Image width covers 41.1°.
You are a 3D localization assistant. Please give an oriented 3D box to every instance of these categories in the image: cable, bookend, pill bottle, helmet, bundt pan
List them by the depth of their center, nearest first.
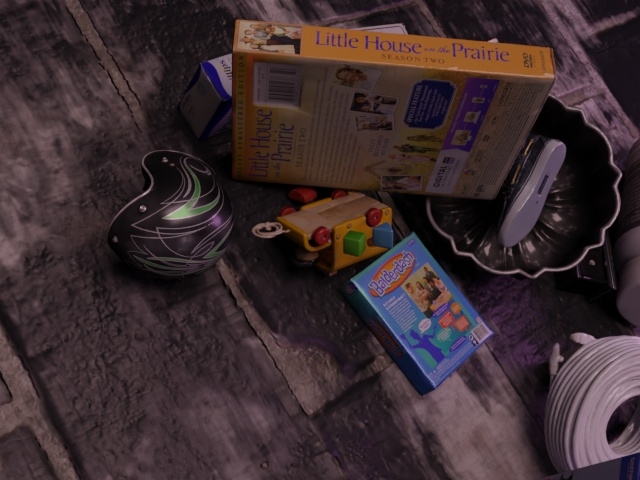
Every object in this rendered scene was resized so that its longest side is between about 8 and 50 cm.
[{"bbox_3d":[-0.203,-0.024,1.163,0.169,0.169,0.162,12,45,-21],"label":"helmet"},{"bbox_3d":[0.469,0.276,1.332,0.257,0.089,0.257,3,98,-22],"label":"cable"},{"bbox_3d":[0.323,-0.083,1.431,0.330,0.124,0.331,0,74,1],"label":"bundt pan"},{"bbox_3d":[0.435,0.016,1.519,0.157,0.072,0.156,12,61,-21],"label":"bookend"},{"bbox_3d":[0.651,-0.022,1.567,0.204,0.204,0.361,29,56,-11],"label":"pill bottle"}]

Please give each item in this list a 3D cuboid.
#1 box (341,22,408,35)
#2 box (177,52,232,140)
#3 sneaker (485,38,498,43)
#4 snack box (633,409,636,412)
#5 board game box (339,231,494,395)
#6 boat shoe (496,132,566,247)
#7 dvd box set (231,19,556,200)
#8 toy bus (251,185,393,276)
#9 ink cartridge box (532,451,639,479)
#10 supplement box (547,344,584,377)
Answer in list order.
[{"bbox_3d":[0.043,-0.266,1.451,0.289,0.087,0.169,-16,74,-31],"label":"box"},{"bbox_3d":[-0.133,-0.230,1.321,0.137,0.126,0.072,-26,80,-33],"label":"box"},{"bbox_3d":[0.297,-0.335,1.630,0.175,0.064,0.067,-28,91,-31],"label":"sneaker"},{"bbox_3d":[0.674,0.303,1.500,0.207,0.070,0.174,-37,86,-33],"label":"snack box"},{"bbox_3d":[0.153,0.112,1.344,0.160,0.047,0.210,-34,85,-34],"label":"board game box"},{"bbox_3d":[0.309,-0.083,1.342,0.065,0.083,0.183,25,93,-48],"label":"boat shoe"},{"bbox_3d":[0.083,-0.173,1.221,0.420,0.308,0.062,4,61,-3],"label":"dvd box set"},{"bbox_3d":[0.013,-0.002,1.296,0.202,0.105,0.191,3,28,8],"label":"toy bus"},{"bbox_3d":[0.450,0.378,1.202,0.185,0.311,0.065,29,55,-11],"label":"ink cartridge box"},{"bbox_3d":[0.431,0.203,1.408,0.062,0.098,0.036,9,62,-23],"label":"supplement box"}]
